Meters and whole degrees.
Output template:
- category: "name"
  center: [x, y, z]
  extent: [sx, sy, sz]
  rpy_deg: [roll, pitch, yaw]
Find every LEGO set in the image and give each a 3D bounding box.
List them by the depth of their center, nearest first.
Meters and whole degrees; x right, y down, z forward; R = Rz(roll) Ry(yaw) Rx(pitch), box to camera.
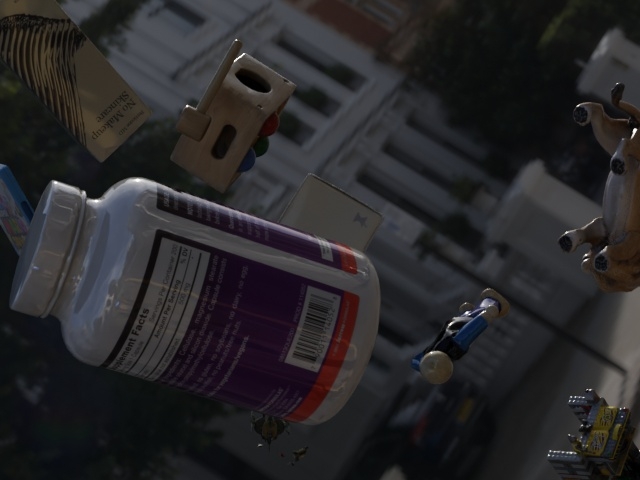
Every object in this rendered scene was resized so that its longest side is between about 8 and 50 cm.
- category: "LEGO set"
  center: [0.371, 0.321, 1.517]
  extent: [0.255, 0.192, 0.331]
  rpy_deg: [4, 52, 47]
- category: "LEGO set"
  center: [-0.054, 0.235, 1.540]
  extent: [0.054, 0.083, 0.023]
  rpy_deg: [-30, 1, -9]

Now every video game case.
- category: "video game case"
  center: [-0.350, -0.018, 1.491]
  extent: [0.015, 0.166, 0.119]
  rpy_deg: [-36, 26, -24]

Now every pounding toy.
- category: "pounding toy"
  center: [-0.103, -0.152, 1.577]
  extent: [0.181, 0.094, 0.206]
  rpy_deg: [-58, -1, 29]

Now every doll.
- category: "doll"
  center: [0.162, 0.112, 1.491]
  extent: [0.129, 0.046, 0.189]
  rpy_deg: [-38, 0, 34]

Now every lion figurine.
- category: "lion figurine"
  center: [0.511, -0.082, 2.144]
  extent: [0.240, 0.142, 0.392]
  rpy_deg: [-14, -59, -47]

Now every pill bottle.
- category: "pill bottle"
  center: [-0.118, 0.052, 1.207]
  extent: [0.181, 0.323, 0.181]
  rpy_deg: [-161, 90, -72]

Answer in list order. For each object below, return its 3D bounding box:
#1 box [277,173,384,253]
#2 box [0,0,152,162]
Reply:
- category: "box"
  center: [0.000, 0.000, 1.879]
  extent: [0.148, 0.127, 0.232]
  rpy_deg: [-59, -1, -2]
- category: "box"
  center: [-0.366, -0.245, 1.777]
  extent: [0.113, 0.275, 0.094]
  rpy_deg: [-46, 35, -7]
